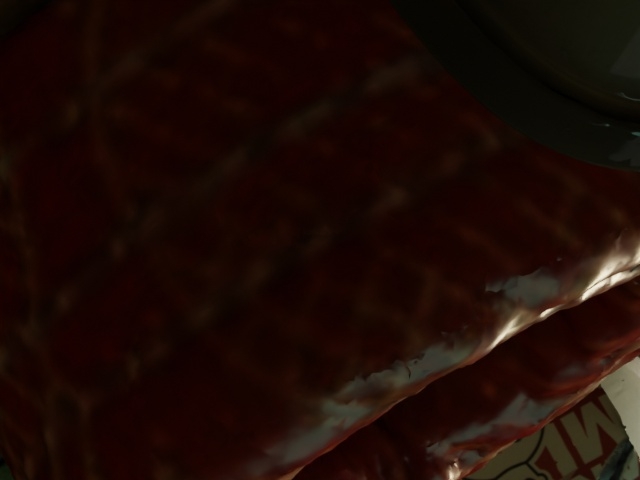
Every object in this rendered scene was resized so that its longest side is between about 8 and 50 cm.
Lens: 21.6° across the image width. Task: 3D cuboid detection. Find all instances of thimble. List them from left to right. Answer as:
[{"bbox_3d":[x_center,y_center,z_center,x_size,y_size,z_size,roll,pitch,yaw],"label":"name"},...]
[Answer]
[{"bbox_3d":[0.000,0.000,0.761,0.350,0.231,0.350,-27,162,-10],"label":"thimble"}]

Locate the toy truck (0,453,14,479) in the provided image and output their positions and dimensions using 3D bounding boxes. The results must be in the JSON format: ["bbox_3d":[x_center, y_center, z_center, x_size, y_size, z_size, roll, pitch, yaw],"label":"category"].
[{"bbox_3d":[-0.133,0.143,1.101,0.156,0.155,0.279,-32,166,-30],"label":"toy truck"}]

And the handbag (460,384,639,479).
[{"bbox_3d":[0.081,0.110,1.098,0.171,0.298,0.151,-27,164,-10],"label":"handbag"}]

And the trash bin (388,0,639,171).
[{"bbox_3d":[0.139,-0.188,0.496,0.219,0.220,0.250,-19,153,-37],"label":"trash bin"}]

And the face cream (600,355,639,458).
[{"bbox_3d":[0.236,0.237,1.779,0.357,0.312,0.219,-36,133,-35],"label":"face cream"}]
